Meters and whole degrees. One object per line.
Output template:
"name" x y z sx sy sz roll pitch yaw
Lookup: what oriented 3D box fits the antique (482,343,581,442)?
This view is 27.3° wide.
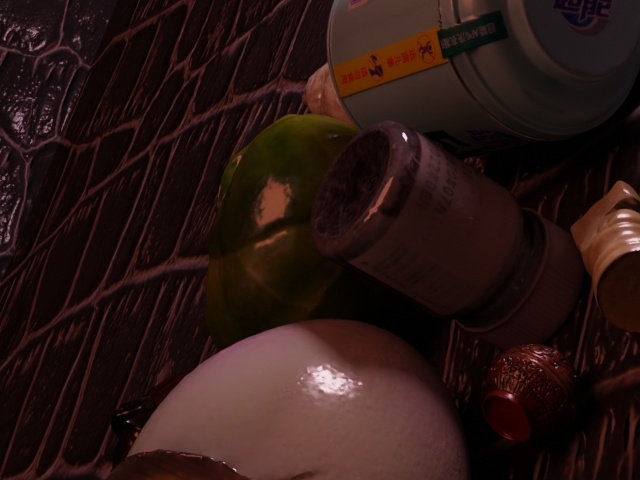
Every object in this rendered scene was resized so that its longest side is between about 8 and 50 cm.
"antique" 0.215 0.152 1.327 0.104 0.104 0.104 -42 31 33

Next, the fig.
"fig" -0.186 0.288 1.809 0.235 0.214 0.235 -171 90 -81

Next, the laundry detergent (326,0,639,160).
"laundry detergent" 0.203 -0.246 1.538 0.305 0.287 0.287 -9 56 59

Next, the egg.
"egg" 0.001 0.240 1.379 0.354 0.354 0.340 -31 14 46

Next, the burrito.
"burrito" 0.058 -0.216 2.025 0.117 0.076 0.392 -66 23 4

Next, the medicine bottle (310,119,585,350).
"medicine bottle" 0.138 0.000 1.420 0.165 0.273 0.165 -41 33 34

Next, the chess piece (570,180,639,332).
"chess piece" 0.305 0.008 1.346 0.090 0.090 0.200 -51 16 19

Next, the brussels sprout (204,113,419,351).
"brussels sprout" 0.000 0.000 1.689 0.315 0.275 0.371 126 158 -50
